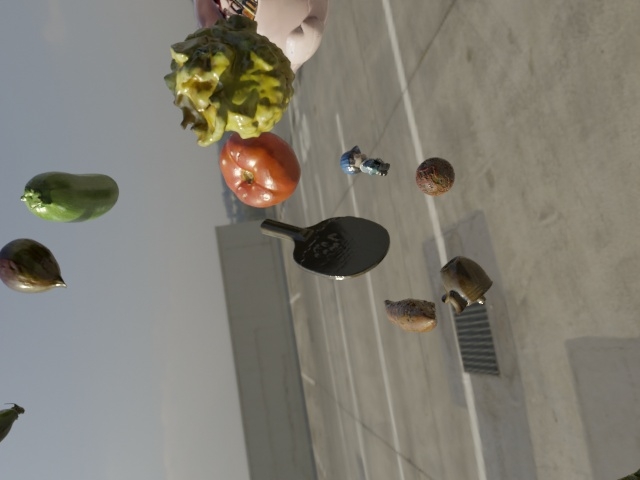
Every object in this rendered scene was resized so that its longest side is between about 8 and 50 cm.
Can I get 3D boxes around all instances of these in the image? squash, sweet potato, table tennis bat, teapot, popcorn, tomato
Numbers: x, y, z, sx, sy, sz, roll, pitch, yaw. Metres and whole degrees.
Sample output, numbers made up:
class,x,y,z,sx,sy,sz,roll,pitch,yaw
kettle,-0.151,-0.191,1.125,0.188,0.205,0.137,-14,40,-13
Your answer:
class,x,y,z,sx,sy,sz,roll,pitch,yaw
squash,-0.514,-0.090,1.299,0.395,0.107,0.107,-88,-9,-85
sweet potato,0.158,0.128,1.089,0.206,0.068,0.060,5,116,68
table tennis bat,0.000,0.000,0.969,0.234,0.131,0.022,16,140,36
teapot,0.211,0.077,0.975,0.080,0.085,0.110,50,152,-2
popcorn,-0.152,-0.265,1.031,0.218,0.189,0.169,41,152,25
tomato,-0.180,-0.228,1.898,0.180,0.260,0.259,-48,-36,-44

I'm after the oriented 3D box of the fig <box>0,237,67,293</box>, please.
class,x,y,z,sx,sy,sz,roll,pitch,yaw
fig,-0.572,0.060,1.254,0.103,0.155,0.109,-57,-24,-44

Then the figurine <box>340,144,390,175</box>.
class,x,y,z,sx,sy,sz,roll,pitch,yaw
figurine,0.117,-0.201,1.687,0.136,0.077,0.079,34,111,27

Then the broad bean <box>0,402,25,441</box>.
class,x,y,z,sx,sy,sz,roll,pitch,yaw
broad bean,-0.539,0.356,0.965,0.254,0.047,0.065,-79,-26,-45

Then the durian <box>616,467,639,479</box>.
class,x,y,z,sx,sy,sz,roll,pitch,yaw
durian,0.577,0.479,1.115,0.169,0.352,0.158,113,138,-72

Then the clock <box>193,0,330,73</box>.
class,x,y,z,sx,sy,sz,roll,pitch,yaw
clock,-0.167,-0.545,1.553,0.368,0.251,0.376,46,141,19

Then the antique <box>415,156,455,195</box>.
class,x,y,z,sx,sy,sz,roll,pitch,yaw
antique,0.290,-0.161,1.577,0.104,0.104,0.104,172,90,-84
